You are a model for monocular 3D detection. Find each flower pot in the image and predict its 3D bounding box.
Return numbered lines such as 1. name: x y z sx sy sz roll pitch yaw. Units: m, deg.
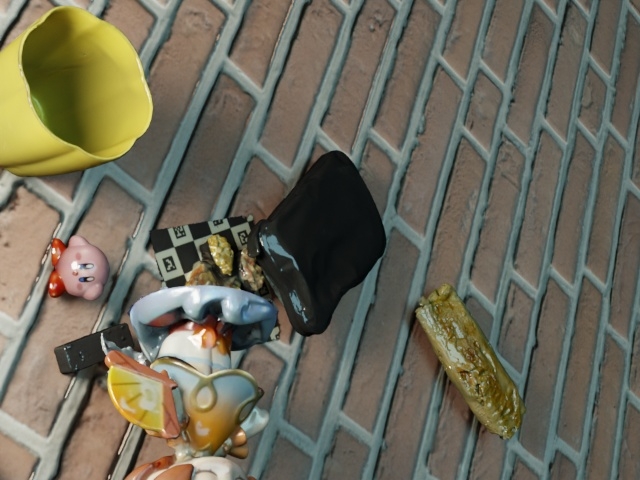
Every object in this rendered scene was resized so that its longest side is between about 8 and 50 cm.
1. flower pot: -0.334 -0.166 1.634 0.195 0.179 0.195 19 62 -41

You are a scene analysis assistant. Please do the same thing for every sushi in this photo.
1. sushi: -0.133 0.056 1.876 0.210 0.040 0.193 -7 80 -49

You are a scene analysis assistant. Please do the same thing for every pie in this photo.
1. pie: 0.246 0.199 2.217 0.282 0.068 0.128 59 40 -12

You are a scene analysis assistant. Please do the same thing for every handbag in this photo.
1. handbag: -0.001 0.002 2.002 0.191 0.075 0.332 64 34 -16

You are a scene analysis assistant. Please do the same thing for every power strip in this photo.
1. power strip: -0.285 0.136 1.682 0.111 0.029 0.038 -19 95 -49

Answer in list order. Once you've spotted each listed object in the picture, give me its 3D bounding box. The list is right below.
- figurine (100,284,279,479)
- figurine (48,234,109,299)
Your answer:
1. figurine: -0.173 0.270 1.602 0.276 0.248 0.388 19 58 -39
2. figurine: -0.301 0.035 1.676 0.067 0.071 0.083 81 7 -82
